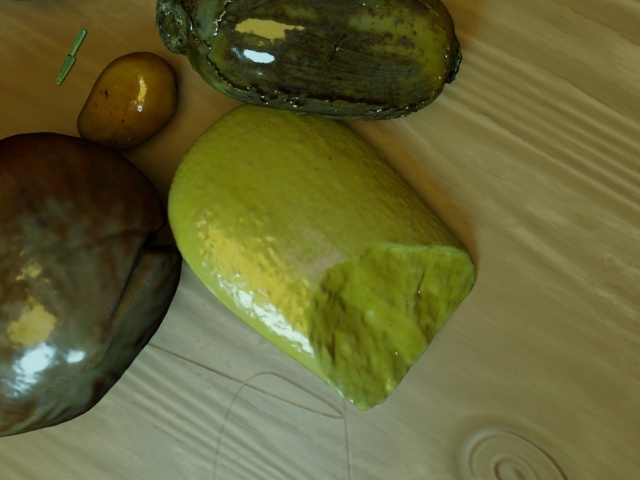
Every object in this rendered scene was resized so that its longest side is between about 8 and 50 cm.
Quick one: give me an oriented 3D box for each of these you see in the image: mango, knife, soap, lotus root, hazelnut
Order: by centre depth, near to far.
[{"bbox_3d":[-0.013,-0.263,1.152,0.398,0.179,0.195,4,109,-10],"label":"lotus root"},{"bbox_3d":[-0.366,0.065,1.169,0.359,0.359,0.409,41,93,0],"label":"hazelnut"},{"bbox_3d":[0.001,0.000,1.194,0.427,0.115,0.306,41,75,-4],"label":"soap"},{"bbox_3d":[-0.269,-0.189,1.252,0.115,0.089,0.165,36,102,2],"label":"mango"},{"bbox_3d":[-0.362,-0.266,1.294,0.014,0.005,0.091,31,100,3],"label":"knife"}]
